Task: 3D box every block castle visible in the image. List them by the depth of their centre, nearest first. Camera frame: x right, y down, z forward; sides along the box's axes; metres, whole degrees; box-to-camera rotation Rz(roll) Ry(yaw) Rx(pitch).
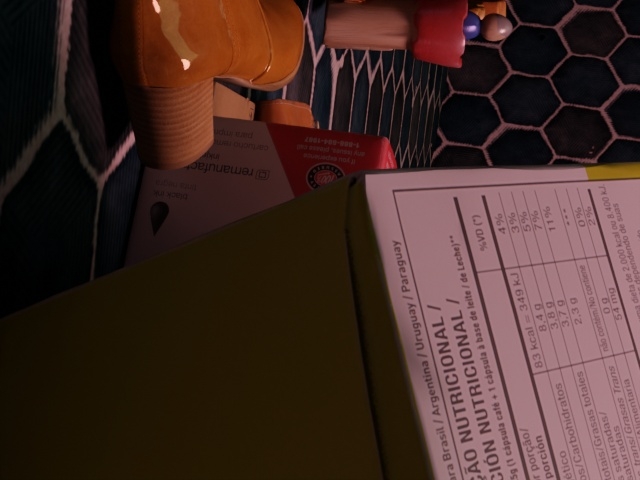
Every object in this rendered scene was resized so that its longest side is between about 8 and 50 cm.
[{"bbox_3d":[0.123,-0.391,1.524,0.453,0.213,0.303,-82,176,-69],"label":"block castle"}]

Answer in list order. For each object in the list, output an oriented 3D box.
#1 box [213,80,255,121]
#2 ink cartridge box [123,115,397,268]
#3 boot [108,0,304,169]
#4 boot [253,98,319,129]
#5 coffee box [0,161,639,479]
[{"bbox_3d":[-0.102,-0.044,1.229,0.164,0.021,0.201,7,91,-80],"label":"box"},{"bbox_3d":[-0.056,0.048,1.046,0.114,0.197,0.272,60,38,-74],"label":"ink cartridge box"},{"bbox_3d":[-0.078,-0.209,0.990,0.295,0.104,0.211,-62,159,-52],"label":"boot"},{"bbox_3d":[-0.032,-0.035,1.322,0.283,0.109,0.220,-78,170,-81],"label":"boot"},{"bbox_3d":[0.050,0.161,0.722,0.334,0.338,0.338,-6,79,-46],"label":"coffee box"}]
